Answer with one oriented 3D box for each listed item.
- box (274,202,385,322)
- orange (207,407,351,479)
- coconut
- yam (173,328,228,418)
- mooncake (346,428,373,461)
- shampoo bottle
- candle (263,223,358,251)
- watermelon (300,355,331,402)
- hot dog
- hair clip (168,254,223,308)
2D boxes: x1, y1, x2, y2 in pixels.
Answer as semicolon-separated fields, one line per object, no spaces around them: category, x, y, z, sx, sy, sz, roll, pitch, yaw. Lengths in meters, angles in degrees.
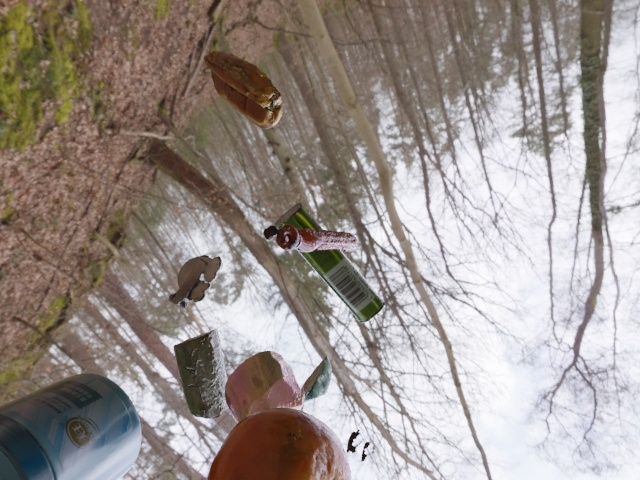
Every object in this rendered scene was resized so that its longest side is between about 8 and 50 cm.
box;0.024;0.062;1.138;0.097;0.345;0.134;-41;-167;1
orange;-0.076;0.457;0.792;0.226;0.284;0.284;-14;-150;42
coconut;-0.177;0.471;1.344;0.233;0.233;0.245;-32;-139;-8
yam;-0.409;0.451;1.503;0.168;0.304;0.168;-8;-167;2
mooncake;0.178;0.638;1.077;0.347;0.057;0.150;29;-135;35
shampoo bottle;-0.692;0.547;1.089;0.331;0.331;0.342;-19;178;16
candle;0.000;0.000;0.901;0.048;0.051;0.329;-17;170;28
watermelon;-0.016;0.478;1.459;0.180;0.081;0.094;-48;-149;-11
hot dog;-0.166;-0.327;0.908;0.072;0.115;0.269;-36;-125;-13
hair clip;-0.351;0.106;1.203;0.116;0.049;0.172;25;-105;20
